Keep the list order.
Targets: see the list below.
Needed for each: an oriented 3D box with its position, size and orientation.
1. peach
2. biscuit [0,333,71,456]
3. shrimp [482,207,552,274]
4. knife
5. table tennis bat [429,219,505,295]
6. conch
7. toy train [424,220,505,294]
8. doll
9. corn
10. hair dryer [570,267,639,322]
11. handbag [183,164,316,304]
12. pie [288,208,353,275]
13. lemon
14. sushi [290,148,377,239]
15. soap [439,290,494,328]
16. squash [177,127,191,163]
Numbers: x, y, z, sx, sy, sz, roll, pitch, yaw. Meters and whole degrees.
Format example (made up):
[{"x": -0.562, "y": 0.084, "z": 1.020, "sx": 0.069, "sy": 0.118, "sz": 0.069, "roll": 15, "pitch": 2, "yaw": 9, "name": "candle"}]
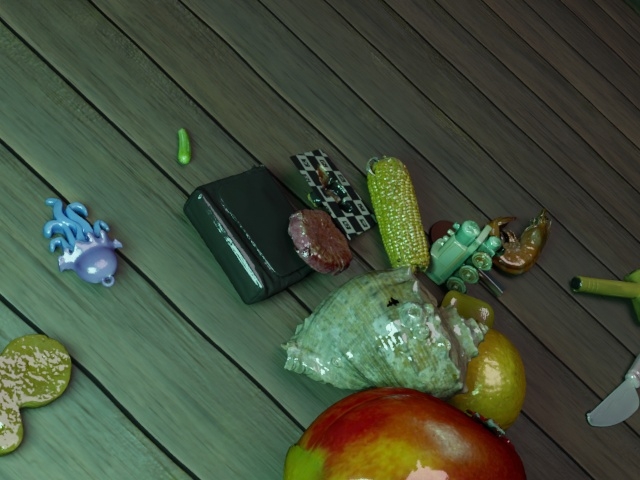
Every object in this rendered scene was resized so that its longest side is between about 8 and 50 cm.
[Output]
[{"x": 0.131, "y": 0.386, "z": 1.163, "sx": 0.370, "sy": 0.370, "sz": 0.370, "roll": 17, "pitch": 52, "yaw": -23, "name": "peach"}, {"x": -0.494, "y": 0.219, "z": 1.080, "sx": 0.301, "sy": 0.049, "sz": 0.197, "roll": -20, "pitch": 77, "yaw": -40, "name": "biscuit"}, {"x": 0.479, "y": -0.009, "z": 1.865, "sx": 0.150, "sy": 0.068, "sz": 0.248, "roll": 47, "pitch": 51, "yaw": 11, "name": "shrimp"}, {"x": 0.712, "y": 0.353, "z": 1.793, "sx": 0.336, "sy": 0.043, "sz": 0.081, "roll": -30, "pitch": 85, "yaw": -36, "name": "knife"}, {"x": 0.336, "y": 0.041, "z": 1.764, "sx": 0.220, "sy": 0.019, "sz": 0.130, "roll": 44, "pitch": 46, "yaw": 3, "name": "table tennis bat"}, {"x": 0.114, "y": 0.143, "z": 1.365, "sx": 0.352, "sy": 0.210, "sz": 0.297, "roll": 8, "pitch": 23, "yaw": -5, "name": "conch"}, {"x": 0.299, "y": 0.032, "z": 1.628, "sx": 0.125, "sy": 0.194, "sz": 0.081, "roll": 39, "pitch": 50, "yaw": 4, "name": "toy train"}, {"x": -0.398, "y": 0.001, "z": 1.286, "sx": 0.110, "sy": 0.067, "sz": 0.206, "roll": -26, "pitch": 64, "yaw": -27, "name": "doll"}, {"x": 0.169, "y": -0.052, "z": 1.664, "sx": 0.106, "sy": 0.106, "sz": 0.293, "roll": 3, "pitch": 58, "yaw": -31, "name": "corn"}, {"x": 0.752, "y": 0.134, "z": 1.938, "sx": 0.278, "sy": 0.090, "sz": 0.135, "roll": 8, "pitch": 58, "yaw": -21, "name": "hair dryer"}, {"x": -0.122, "y": -0.014, "z": 1.467, "sx": 0.247, "sy": 0.080, "sz": 0.223, "roll": 55, "pitch": 38, "yaw": 7, "name": "handbag"}, {"x": 0.000, "y": 0.000, "z": 1.480, "sx": 0.153, "sy": 0.038, "sz": 0.153, "roll": 31, "pitch": 37, "yaw": -26, "name": "pie"}, {"x": 0.295, "y": 0.269, "z": 1.467, "sx": 0.188, "sy": 0.188, "sz": 0.257, "roll": 20, "pitch": 55, "yaw": -21, "name": "lemon"}, {"x": 0.018, "y": -0.092, "z": 1.628, "sx": 0.210, "sy": 0.040, "sz": 0.193, "roll": 53, "pitch": 25, "yaw": 4, "name": "sushi"}, {"x": 0.306, "y": 0.161, "z": 1.632, "sx": 0.140, "sy": 0.045, "sz": 0.089, "roll": 21, "pitch": 74, "yaw": -23, "name": "soap"}, {"x": -0.268, "y": -0.185, "z": 1.522, "sx": 0.027, "sy": 0.027, "sz": 0.089, "roll": 13, "pitch": 50, "yaw": -26, "name": "squash"}]
